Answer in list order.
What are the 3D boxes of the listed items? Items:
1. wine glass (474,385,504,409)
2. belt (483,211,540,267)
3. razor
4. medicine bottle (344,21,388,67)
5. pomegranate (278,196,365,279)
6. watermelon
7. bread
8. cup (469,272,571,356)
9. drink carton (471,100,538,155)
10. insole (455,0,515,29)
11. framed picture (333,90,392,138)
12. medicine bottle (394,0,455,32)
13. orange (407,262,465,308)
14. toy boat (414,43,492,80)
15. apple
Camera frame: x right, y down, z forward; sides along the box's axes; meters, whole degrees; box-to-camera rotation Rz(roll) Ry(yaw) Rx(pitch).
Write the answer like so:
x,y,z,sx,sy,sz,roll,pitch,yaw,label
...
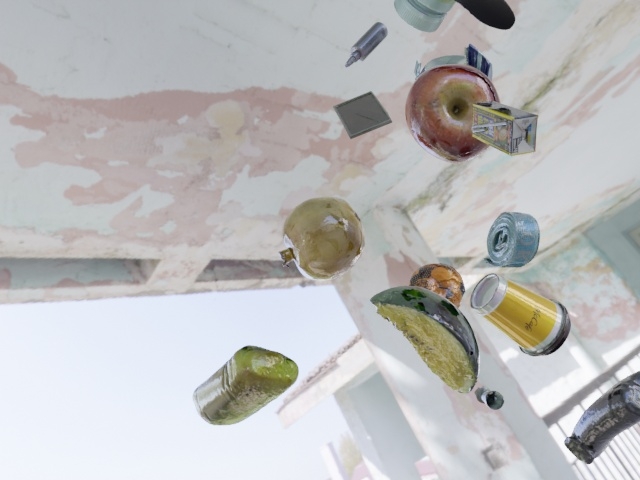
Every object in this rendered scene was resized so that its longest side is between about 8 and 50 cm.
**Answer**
x,y,z,sx,sy,sz,roll,pitch,yaw,label
0.645,0.602,1.793,0.072,0.072,0.155,-28,-11,-2,wine glass
0.494,0.001,1.201,0.082,0.148,0.163,4,6,-6,belt
0.835,0.505,1.342,0.189,0.107,0.327,-20,-41,-30,razor
0.136,-0.610,1.478,0.199,0.057,0.058,-51,-19,-18,medicine bottle
0.000,0.000,1.661,0.318,0.319,0.319,-23,-25,-12,pomegranate
0.244,0.198,0.972,0.129,0.301,0.123,-37,12,26,watermelon
-0.199,0.380,1.170,0.166,0.112,0.383,23,-42,-22,bread
0.620,0.227,1.461,0.197,0.279,0.196,-56,9,13,cup
0.346,-0.219,0.899,0.056,0.166,0.071,-8,-65,-6,drink carton
0.390,-0.620,1.199,0.005,0.253,0.086,-61,2,-23,insole
0.172,-0.538,1.980,0.188,0.260,0.023,-22,-43,1,framed picture
0.346,-0.753,1.276,0.158,0.158,0.318,-13,-25,-31,medicine bottle
0.471,0.206,1.914,0.234,0.235,0.182,-26,-22,-5,orange
0.475,-0.573,1.656,0.210,0.291,0.070,52,-121,-29,toy boat
0.367,-0.354,1.305,0.252,0.271,0.206,-62,-1,7,apple
